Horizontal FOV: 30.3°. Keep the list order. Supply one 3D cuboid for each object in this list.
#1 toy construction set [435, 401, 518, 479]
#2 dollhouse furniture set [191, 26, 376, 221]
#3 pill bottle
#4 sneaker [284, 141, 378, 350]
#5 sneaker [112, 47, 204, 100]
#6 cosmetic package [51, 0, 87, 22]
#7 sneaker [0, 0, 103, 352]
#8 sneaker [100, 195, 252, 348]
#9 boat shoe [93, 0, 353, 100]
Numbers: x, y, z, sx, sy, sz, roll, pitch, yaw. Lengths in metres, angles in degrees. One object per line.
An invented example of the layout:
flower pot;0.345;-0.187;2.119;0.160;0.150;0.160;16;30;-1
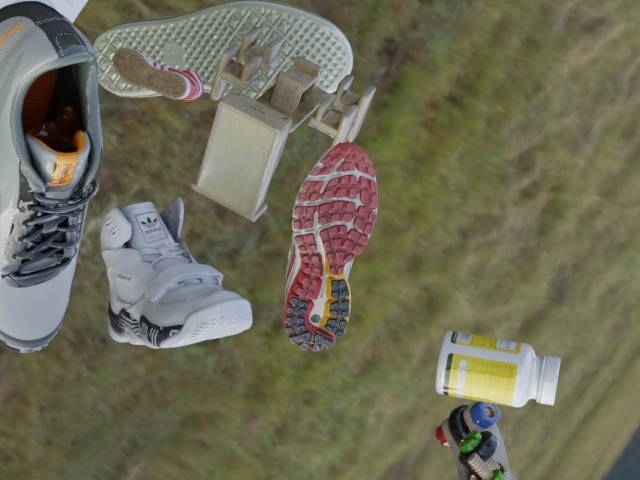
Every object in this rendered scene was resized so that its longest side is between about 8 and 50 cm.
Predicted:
toy construction set;0.200;0.409;1.680;0.309;0.237;0.257;-40;-174;23
dollhouse furniture set;-0.073;-0.166;1.747;0.242;0.212;0.161;-50;165;-52
pill bottle;0.175;0.129;1.168;0.065;0.116;0.065;9;90;-78
sneaker;0.000;0.000;1.270;0.093;0.088;0.225;-108;-149;-68
sneaker;-0.202;-0.207;1.492;0.067;0.118;0.042;-7;123;-66
cosmetic package;-0.279;-0.413;1.224;0.385;0.156;0.217;-58;155;-9
sneaker;-0.202;-0.033;0.812;0.100;0.108;0.272;-19;128;-39
sneaker;-0.229;0.044;1.745;0.137;0.210;0.365;-11;-177;-31
boat shoe;-0.166;-0.331;2.108;0.156;0.500;0.187;-24;113;-63
